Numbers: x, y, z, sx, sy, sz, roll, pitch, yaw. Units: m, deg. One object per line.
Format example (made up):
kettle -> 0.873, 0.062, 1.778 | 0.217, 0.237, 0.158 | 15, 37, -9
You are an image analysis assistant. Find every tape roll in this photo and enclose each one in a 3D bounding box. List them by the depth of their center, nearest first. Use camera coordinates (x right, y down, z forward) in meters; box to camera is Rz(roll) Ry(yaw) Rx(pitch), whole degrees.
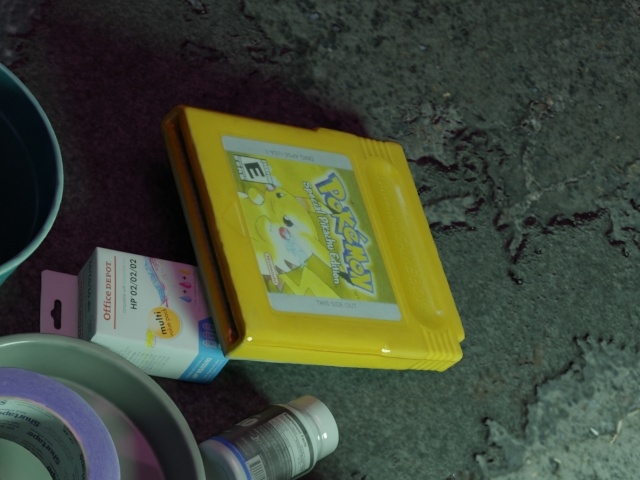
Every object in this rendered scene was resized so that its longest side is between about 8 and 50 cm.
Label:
tape roll -> -0.277, 0.211, 1.604 | 0.189, 0.080, 0.189 | 15, 54, -21

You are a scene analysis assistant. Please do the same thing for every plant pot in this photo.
plant pot -> -0.401, -0.014, 1.640 | 0.272, 0.255, 0.271 | 15, 53, -21

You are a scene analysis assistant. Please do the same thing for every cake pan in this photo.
cake pan -> -0.250, 0.226, 1.697 | 0.293, 0.054, 0.293 | 14, 54, -21

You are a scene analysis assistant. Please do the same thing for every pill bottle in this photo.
pill bottle -> -0.052, 0.208, 1.803 | 0.137, 0.078, 0.078 | -25, 74, -38

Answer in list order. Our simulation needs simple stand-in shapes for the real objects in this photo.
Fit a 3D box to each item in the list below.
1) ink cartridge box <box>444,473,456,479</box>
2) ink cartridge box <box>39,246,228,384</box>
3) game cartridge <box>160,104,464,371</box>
ink cartridge box -> 0.133, 0.340, 1.701 | 0.097, 0.255, 0.188 | -9, 65, -33
ink cartridge box -> -0.185, 0.073, 1.829 | 0.181, 0.061, 0.104 | 11, 54, -23
game cartridge -> 0.000, 0.000, 1.945 | 0.324, 0.053, 0.285 | 5, 57, -40
